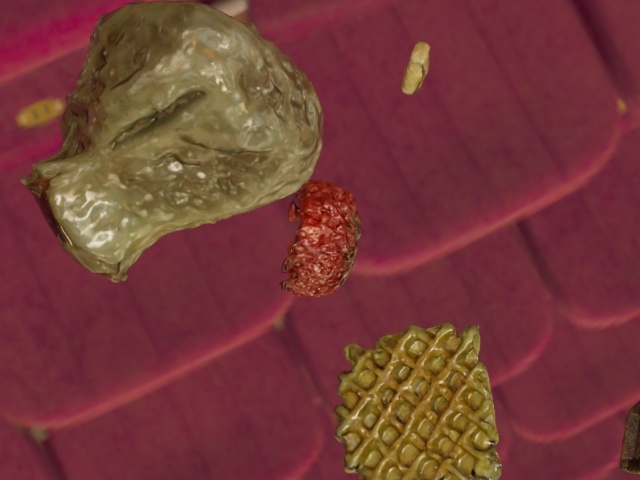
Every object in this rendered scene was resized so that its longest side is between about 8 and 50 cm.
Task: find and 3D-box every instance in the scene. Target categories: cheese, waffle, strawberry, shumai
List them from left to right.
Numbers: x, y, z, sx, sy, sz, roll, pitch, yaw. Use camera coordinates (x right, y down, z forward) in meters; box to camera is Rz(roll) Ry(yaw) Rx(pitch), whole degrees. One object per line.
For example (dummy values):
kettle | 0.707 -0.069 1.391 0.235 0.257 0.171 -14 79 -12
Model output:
shumai | -0.124 -0.073 1.266 0.261 0.225 0.222 -20 -138 62
strawberry | 0.000 0.000 1.729 0.086 0.145 0.145 14 152 -8
waffle | 0.114 0.216 1.795 0.204 0.223 0.054 -12 164 17
cheese | 0.120 -0.218 1.854 0.030 0.044 0.083 8 154 -4

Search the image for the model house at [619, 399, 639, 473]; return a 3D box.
model house | 0.430 0.214 1.753 0.165 0.106 0.152 -23 154 -40
